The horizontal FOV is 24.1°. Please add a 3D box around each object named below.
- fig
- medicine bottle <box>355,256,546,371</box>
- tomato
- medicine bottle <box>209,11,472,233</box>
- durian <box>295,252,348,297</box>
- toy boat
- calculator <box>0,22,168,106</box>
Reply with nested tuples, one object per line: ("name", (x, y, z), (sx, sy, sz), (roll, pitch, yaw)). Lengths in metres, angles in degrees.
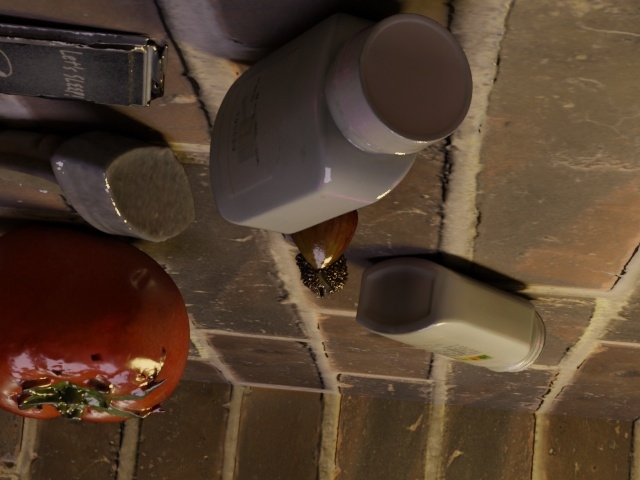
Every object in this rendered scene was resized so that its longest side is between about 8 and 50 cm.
("fig", (0.000, 0.000, 1.821), (0.089, 0.125, 0.089), (3, 171, 1))
("medicine bottle", (0.209, 0.116, 2.237), (0.179, 0.124, 0.324), (-3, 163, 40))
("tomato", (-0.357, 0.115, 2.184), (0.341, 0.273, 0.341), (-1, 155, 0))
("medicine bottle", (0.009, -0.104, 1.295), (0.111, 0.161, 0.296), (11, 164, -24))
("durian", (0.002, 0.044, 2.096), (0.080, 0.091, 0.080), (-1, 145, -1))
("toy boat", (-0.280, -0.075, 1.719), (0.293, 0.111, 0.276), (12, 174, 36))
("calculator", (-0.284, -0.173, 1.430), (0.274, 0.028, 0.166), (6, 164, -6))
